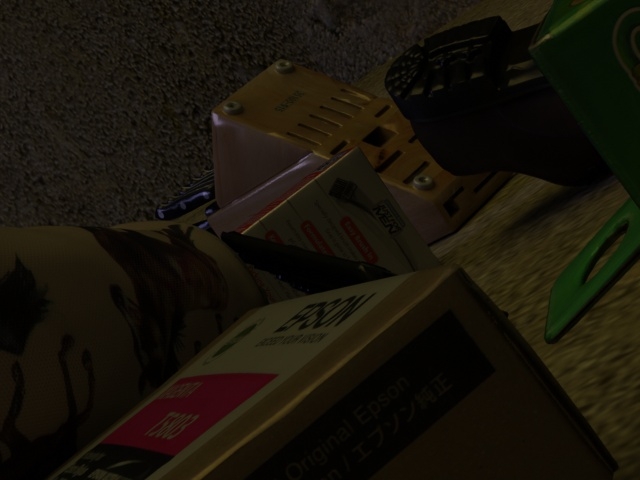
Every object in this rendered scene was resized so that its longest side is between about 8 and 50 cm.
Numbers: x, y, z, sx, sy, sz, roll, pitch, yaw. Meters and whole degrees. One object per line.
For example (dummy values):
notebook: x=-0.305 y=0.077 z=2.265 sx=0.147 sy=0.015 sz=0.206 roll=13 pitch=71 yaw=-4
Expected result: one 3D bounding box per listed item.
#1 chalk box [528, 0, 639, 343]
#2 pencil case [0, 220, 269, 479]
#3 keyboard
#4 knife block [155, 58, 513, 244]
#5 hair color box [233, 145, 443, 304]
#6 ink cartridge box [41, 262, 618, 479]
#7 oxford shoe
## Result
chalk box: x=0.146 y=-0.046 z=0.438 sx=0.213 sy=0.132 sz=0.132 roll=-34 pitch=7 yaw=16
pencil case: x=-0.192 y=0.073 z=0.667 sx=0.183 sy=0.160 sz=0.410 roll=-33 pitch=-14 yaw=25
keyboard: x=0.025 y=0.027 z=0.774 sx=0.180 sy=0.108 sz=0.023 roll=14 pitch=86 yaw=64
knife block: x=0.000 y=0.000 z=1.152 sx=0.275 sy=0.242 sz=0.088 roll=23 pitch=45 yaw=27
hair color box: x=-0.021 y=0.029 z=0.924 sx=0.167 sy=0.093 sz=0.053 roll=-37 pitch=7 yaw=-9
ink cartridge box: x=-0.040 y=0.104 z=0.528 sx=0.193 sy=0.088 sz=0.234 roll=-39 pitch=6 yaw=-18
oxford shoe: x=0.156 y=-0.081 z=0.849 sx=0.227 sy=0.096 sz=0.083 roll=-6 pitch=38 yaw=34
